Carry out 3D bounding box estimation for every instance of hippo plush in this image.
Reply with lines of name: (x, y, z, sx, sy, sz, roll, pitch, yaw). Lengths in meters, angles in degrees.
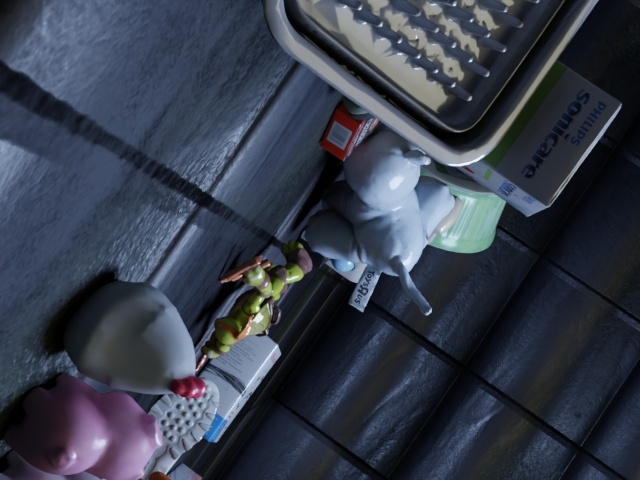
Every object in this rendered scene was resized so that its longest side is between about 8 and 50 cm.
hippo plush: (0.071, -0.076, 1.386, 0.294, 0.234, 0.236, -68, 153, -43)

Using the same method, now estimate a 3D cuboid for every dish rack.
dish rack: (0.115, -0.250, 0.706, 0.285, 0.072, 0.333, 29, 98, -40)

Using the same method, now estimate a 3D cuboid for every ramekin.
ramekin: (0.293, -0.119, 2.092, 0.303, 0.303, 0.148, -44, 159, -57)

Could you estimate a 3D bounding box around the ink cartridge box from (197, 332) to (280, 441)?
ink cartridge box: (-0.162, 0.250, 1.586, 0.203, 0.086, 0.148, -53, 172, -11)

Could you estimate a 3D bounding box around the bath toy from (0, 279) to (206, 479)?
bath toy: (-0.215, 0.197, 0.829, 0.348, 0.129, 0.151, -58, 172, 17)

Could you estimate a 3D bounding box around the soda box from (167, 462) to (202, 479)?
soda box: (-0.327, 0.559, 2.002, 0.058, 0.063, 0.183, -56, 173, 5)

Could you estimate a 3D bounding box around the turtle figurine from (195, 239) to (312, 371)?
turtle figurine: (-0.090, 0.085, 1.295, 0.217, 0.087, 0.269, -47, 169, -50)

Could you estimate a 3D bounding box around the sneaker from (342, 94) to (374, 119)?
sneaker: (0.104, -0.186, 1.171, 0.222, 0.083, 0.118, -50, 140, -43)

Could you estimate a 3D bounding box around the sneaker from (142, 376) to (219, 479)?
sneaker: (-0.244, 0.304, 1.373, 0.235, 0.090, 0.095, -51, -175, -7)

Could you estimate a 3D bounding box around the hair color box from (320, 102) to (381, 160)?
hair color box: (0.059, -0.178, 1.251, 0.141, 0.043, 0.072, -49, 170, -44)

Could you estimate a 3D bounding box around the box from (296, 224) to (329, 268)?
box: (0.000, 0.000, 1.600, 0.052, 0.062, 0.083, -61, 170, 29)

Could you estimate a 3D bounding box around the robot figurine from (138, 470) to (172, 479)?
robot figurine: (-0.242, 0.404, 1.217, 0.158, 0.219, 0.128, -51, 172, -26)

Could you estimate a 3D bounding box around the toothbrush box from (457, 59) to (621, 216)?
toothbrush box: (0.137, -0.154, 0.910, 0.122, 0.283, 0.206, -56, 174, 4)

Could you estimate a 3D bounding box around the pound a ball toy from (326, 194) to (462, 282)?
pound a ball toy: (0.119, -0.014, 1.743, 0.136, 0.208, 0.319, -52, 173, -28)
